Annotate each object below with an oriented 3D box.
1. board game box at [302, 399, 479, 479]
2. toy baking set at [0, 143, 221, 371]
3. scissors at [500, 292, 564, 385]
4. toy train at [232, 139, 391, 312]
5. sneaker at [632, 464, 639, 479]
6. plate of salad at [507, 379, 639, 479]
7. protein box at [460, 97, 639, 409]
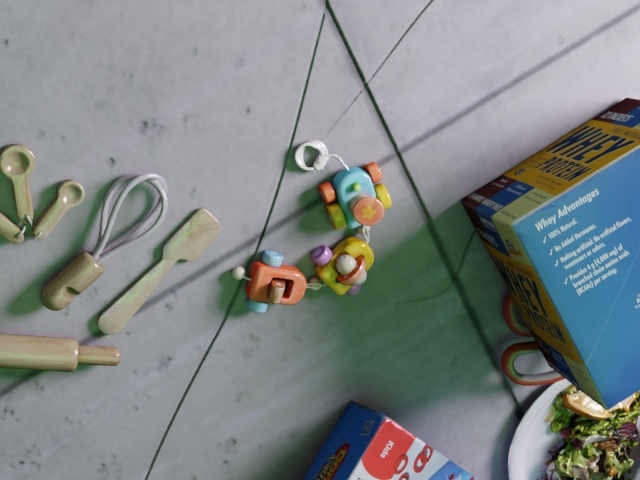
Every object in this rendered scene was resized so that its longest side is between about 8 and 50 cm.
[{"bbox_3d":[0.079,0.368,1.124,0.302,0.086,0.308,36,78,-20],"label":"board game box"},{"bbox_3d":[-0.217,0.025,0.978,0.256,0.030,0.197,11,107,-24],"label":"toy baking set"},{"bbox_3d":[0.320,0.068,1.171,0.297,0.021,0.109,-14,100,-8],"label":"scissors"},{"bbox_3d":[0.000,0.000,1.039,0.125,0.046,0.166,15,106,-25],"label":"toy train"},{"bbox_3d":[0.420,0.244,1.255,0.121,0.079,0.217,30,85,-41],"label":"sneaker"},{"bbox_3d":[0.296,0.224,1.240,0.199,0.048,0.200,-8,114,-18],"label":"plate of salad"},{"bbox_3d":[0.277,0.006,1.068,0.199,0.136,0.201,-31,105,-4],"label":"protein box"}]
